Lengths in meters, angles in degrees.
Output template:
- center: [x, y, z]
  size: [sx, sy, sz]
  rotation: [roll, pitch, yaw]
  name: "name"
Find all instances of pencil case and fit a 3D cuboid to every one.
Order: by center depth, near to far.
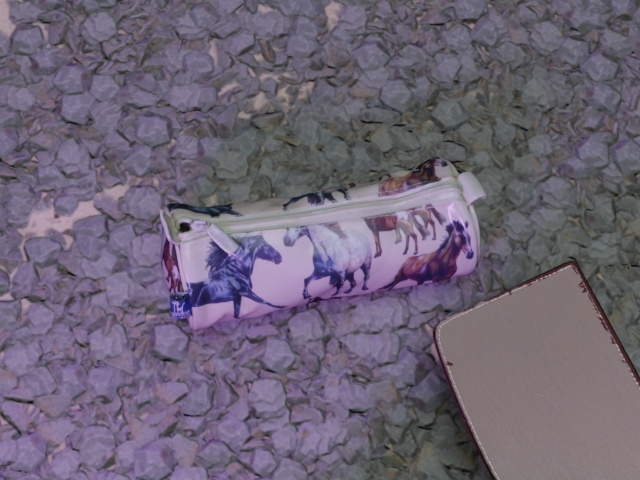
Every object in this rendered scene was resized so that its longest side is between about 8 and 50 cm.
- center: [0.000, 0.000, 1.314]
  size: [0.410, 0.183, 0.160]
  rotation: [-11, 71, -7]
  name: "pencil case"

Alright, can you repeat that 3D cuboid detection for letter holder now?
- center: [0.277, 0.216, 1.270]
  size: [0.214, 0.152, 0.302]
  rotation: [-23, 74, -8]
  name: "letter holder"
